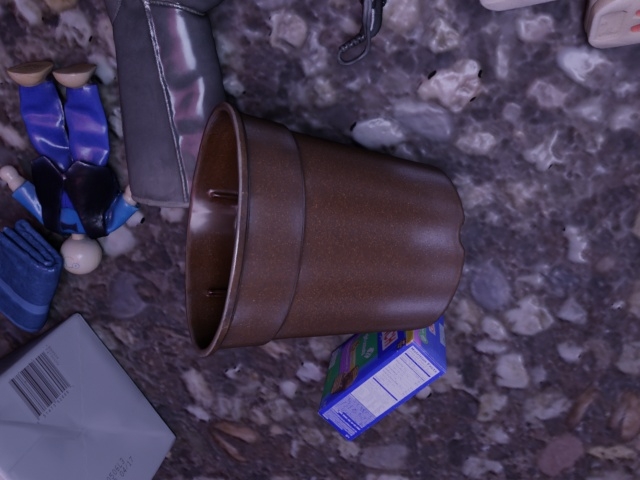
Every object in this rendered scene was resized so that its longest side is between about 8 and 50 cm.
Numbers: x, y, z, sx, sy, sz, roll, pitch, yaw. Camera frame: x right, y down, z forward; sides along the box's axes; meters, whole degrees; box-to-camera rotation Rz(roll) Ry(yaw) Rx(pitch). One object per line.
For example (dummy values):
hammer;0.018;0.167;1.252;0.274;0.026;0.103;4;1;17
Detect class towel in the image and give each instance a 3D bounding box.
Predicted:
towel;-0.278;0.039;0.578;0.067;0.029;0.119;41;131;4

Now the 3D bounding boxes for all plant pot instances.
plant pot;0.000;0.000;0.438;0.165;0.167;0.167;6;116;-22

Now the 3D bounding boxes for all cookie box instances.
cookie box;0.053;0.101;0.519;0.040;0.092;0.107;43;113;-10

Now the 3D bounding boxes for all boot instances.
boot;-0.085;-0.129;0.467;0.189;0.076;0.209;2;106;25

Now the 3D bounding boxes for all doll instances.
doll;-0.221;-0.056;0.540;0.128;0.046;0.189;3;118;4

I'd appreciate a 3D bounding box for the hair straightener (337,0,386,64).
hair straightener;0.022;-0.230;0.396;0.047;0.089;0.231;9;114;12

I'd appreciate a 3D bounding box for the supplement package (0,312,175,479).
supplement package;-0.331;0.235;0.607;0.292;0.177;0.175;-29;103;20

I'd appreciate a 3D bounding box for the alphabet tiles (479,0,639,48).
alphabet tiles;0.213;-0.184;0.290;0.277;0.284;0.021;-7;73;15
